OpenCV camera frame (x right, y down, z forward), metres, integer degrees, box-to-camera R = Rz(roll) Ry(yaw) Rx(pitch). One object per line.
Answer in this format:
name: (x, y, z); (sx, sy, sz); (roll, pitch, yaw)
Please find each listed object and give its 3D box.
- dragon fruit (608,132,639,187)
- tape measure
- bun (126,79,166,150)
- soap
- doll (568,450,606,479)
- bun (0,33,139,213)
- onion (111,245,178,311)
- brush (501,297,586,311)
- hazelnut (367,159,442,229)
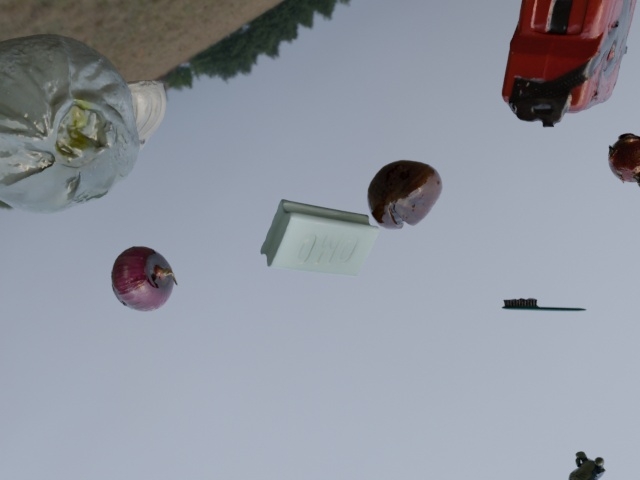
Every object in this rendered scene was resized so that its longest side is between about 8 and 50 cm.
dragon fruit: (0.906, -0.205, 1.613); (0.125, 0.125, 0.246); (-20, -123, 11)
tape measure: (0.341, -0.290, 0.743); (0.113, 0.261, 0.253); (18, -156, 30)
bun: (-0.529, -0.319, 1.510); (0.262, 0.175, 0.263); (-12, -168, 3)
soap: (0.000, 0.000, 1.428); (0.088, 0.265, 0.160); (53, -54, 49)
doll: (0.540, 0.474, 1.139); (0.083, 0.050, 0.076); (-44, -176, -21)
bun: (-0.511, -0.214, 1.089); (0.211, 0.362, 0.362); (29, -120, 38)
onion: (-0.466, 0.099, 1.491); (0.153, 0.177, 0.177); (-49, -166, 23)
brush: (0.541, 0.156, 1.374); (0.193, 0.032, 0.043); (-2, 177, 19)
hazelnut: (0.214, -0.123, 1.460); (0.203, 0.178, 0.178); (-17, -154, 25)
